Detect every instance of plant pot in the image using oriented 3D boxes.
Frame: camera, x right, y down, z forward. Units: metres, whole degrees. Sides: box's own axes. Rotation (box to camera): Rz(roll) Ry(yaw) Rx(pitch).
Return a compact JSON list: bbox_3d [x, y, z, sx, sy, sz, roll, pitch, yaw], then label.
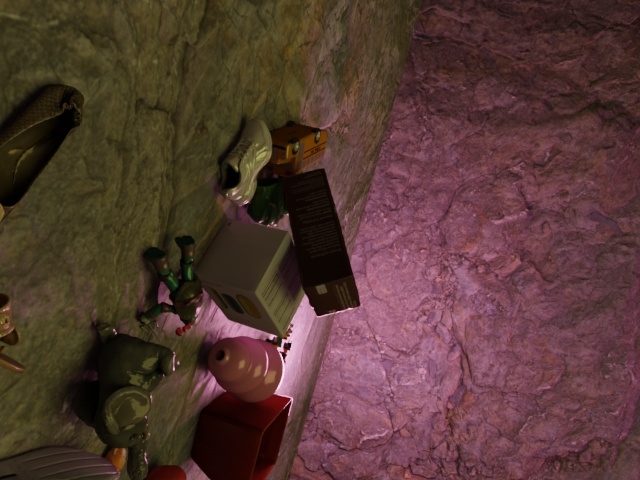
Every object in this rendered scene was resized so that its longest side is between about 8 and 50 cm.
[{"bbox_3d":[-0.273,0.658,1.515,0.267,0.236,0.267,-12,117,-73],"label":"plant pot"}]

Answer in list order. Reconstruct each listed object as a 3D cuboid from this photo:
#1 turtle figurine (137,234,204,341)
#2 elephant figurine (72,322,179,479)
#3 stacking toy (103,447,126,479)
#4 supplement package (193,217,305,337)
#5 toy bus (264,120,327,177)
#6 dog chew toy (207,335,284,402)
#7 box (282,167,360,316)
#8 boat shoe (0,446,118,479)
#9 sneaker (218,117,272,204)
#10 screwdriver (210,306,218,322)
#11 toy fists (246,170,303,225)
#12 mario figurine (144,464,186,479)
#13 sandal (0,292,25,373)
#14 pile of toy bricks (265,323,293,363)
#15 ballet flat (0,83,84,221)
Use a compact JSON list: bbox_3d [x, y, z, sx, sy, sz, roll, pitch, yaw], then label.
[{"bbox_3d":[-0.320,0.115,1.019,0.175,0.118,0.234,-50,147,-55],"label":"turtle figurine"},{"bbox_3d":[-0.386,0.318,0.877,0.169,0.186,0.239,124,-15,-57],"label":"elephant figurine"},{"bbox_3d":[-0.474,0.543,0.913,0.302,0.166,0.175,-75,172,-69],"label":"stacking toy"},{"bbox_3d":[-0.181,0.108,1.265,0.262,0.199,0.198,72,38,-51],"label":"supplement package"},{"bbox_3d":[-0.085,-0.290,1.413,0.332,0.108,0.130,-47,152,-59],"label":"toy bus"},{"bbox_3d":[-0.245,0.398,1.434,0.206,0.207,0.332,-68,156,-19],"label":"dog chew toy"},{"bbox_3d":[0.000,0.000,1.287,0.191,0.143,0.381,70,7,-57],"label":"box"},{"bbox_3d":[-0.499,0.439,0.760,0.119,0.121,0.335,-63,153,-7],"label":"boat shoe"},{"bbox_3d":[-0.196,-0.207,1.151,0.115,0.090,0.232,14,91,-71],"label":"sneaker"},{"bbox_3d":[-0.287,0.168,1.345,0.025,0.024,0.169,34,71,-44],"label":"screwdriver"},{"bbox_3d":[-0.137,-0.137,1.423,0.279,0.096,0.142,-43,137,-59],"label":"toy fists"},{"bbox_3d":[-0.411,0.763,1.253,0.198,0.170,0.320,-110,-151,-52],"label":"mario figurine"},{"bbox_3d":[-0.446,0.099,0.589,0.079,0.088,0.240,-59,155,-25],"label":"sandal"},{"bbox_3d":[-0.189,0.440,1.880,0.105,0.118,0.212,-50,-159,41],"label":"pile of toy bricks"},{"bbox_3d":[-0.395,-0.111,0.600,0.084,0.058,0.249,78,32,-59],"label":"ballet flat"}]
